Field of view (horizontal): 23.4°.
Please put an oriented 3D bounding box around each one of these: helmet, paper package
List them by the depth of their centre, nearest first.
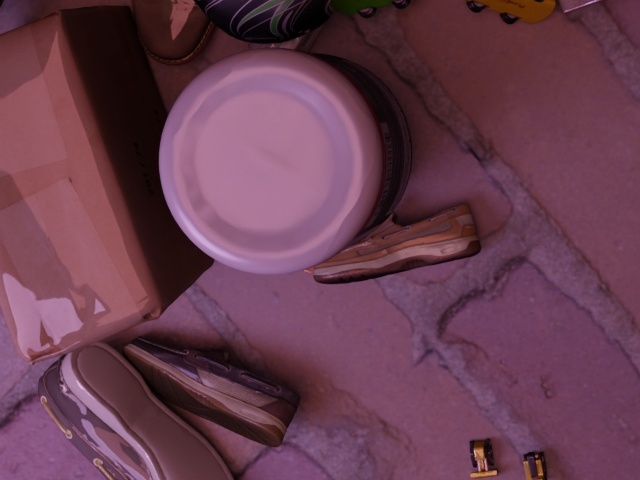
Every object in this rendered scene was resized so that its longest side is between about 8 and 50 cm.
[{"bbox_3d":[-0.054,-0.290,1.598,0.169,0.161,0.169,2,71,-6],"label":"helmet"},{"bbox_3d":[-0.260,-0.072,1.652,0.168,0.309,0.325,-18,96,10],"label":"paper package"}]

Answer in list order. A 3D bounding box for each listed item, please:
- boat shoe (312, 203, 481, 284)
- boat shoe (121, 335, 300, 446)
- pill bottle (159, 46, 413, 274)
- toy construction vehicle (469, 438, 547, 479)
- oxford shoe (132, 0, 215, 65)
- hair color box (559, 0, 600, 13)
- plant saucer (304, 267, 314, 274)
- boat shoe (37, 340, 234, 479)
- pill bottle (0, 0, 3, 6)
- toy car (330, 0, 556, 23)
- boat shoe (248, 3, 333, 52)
[{"bbox_3d":[0.080,0.000,1.730,0.190,0.068,0.072,-12,85,3],"label":"boat shoe"},{"bbox_3d":[-0.125,0.163,1.792,0.223,0.080,0.073,25,62,22],"label":"boat shoe"},{"bbox_3d":[-0.018,-0.086,1.566,0.210,0.363,0.210,1,95,10],"label":"pill bottle"},{"bbox_3d":[0.214,0.275,1.761,0.086,0.035,0.098,-6,99,12],"label":"toy construction vehicle"},{"bbox_3d":[-0.160,-0.361,1.673,0.123,0.130,0.348,8,101,10],"label":"oxford shoe"},{"bbox_3d":[0.270,-0.318,1.630,0.072,0.043,0.141,-15,98,35],"label":"hair color box"},{"bbox_3d":[0.000,0.000,1.766,0.083,0.013,0.083,2,100,12],"label":"plant saucer"},{"bbox_3d":[-0.205,0.251,1.798,0.091,0.109,0.305,-35,98,35],"label":"boat shoe"},{"bbox_3d":[-0.433,-0.330,1.665,0.224,0.224,0.392,32,105,4],"label":"pill bottle"},{"bbox_3d":[0.109,-0.290,1.629,0.225,0.239,0.053,-9,62,28],"label":"toy car"},{"bbox_3d":[-0.047,-0.229,1.711,0.063,0.066,0.184,36,106,14],"label":"boat shoe"}]
